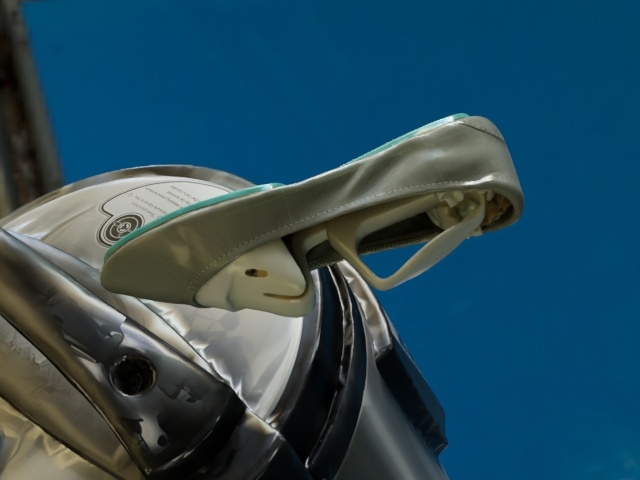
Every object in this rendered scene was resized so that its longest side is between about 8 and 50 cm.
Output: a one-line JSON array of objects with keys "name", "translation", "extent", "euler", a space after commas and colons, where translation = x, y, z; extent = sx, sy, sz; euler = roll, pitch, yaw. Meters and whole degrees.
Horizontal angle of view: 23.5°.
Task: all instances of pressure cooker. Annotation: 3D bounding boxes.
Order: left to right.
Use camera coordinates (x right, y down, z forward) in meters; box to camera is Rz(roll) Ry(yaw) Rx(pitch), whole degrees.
[{"name": "pressure cooker", "translation": [-0.113, 0.158, 1.061], "extent": [0.420, 0.369, 0.376], "euler": [62, 24, -43]}]

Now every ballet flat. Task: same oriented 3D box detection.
[{"name": "ballet flat", "translation": [0.000, 0.000, 0.749], "extent": [0.072, 0.213, 0.068], "euler": [89, -21, -66]}]
